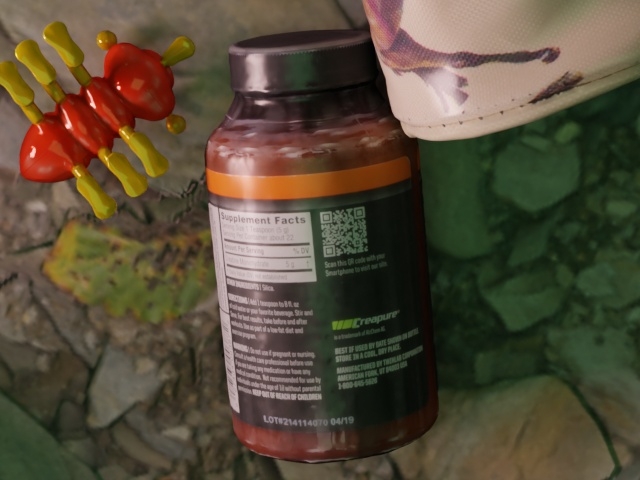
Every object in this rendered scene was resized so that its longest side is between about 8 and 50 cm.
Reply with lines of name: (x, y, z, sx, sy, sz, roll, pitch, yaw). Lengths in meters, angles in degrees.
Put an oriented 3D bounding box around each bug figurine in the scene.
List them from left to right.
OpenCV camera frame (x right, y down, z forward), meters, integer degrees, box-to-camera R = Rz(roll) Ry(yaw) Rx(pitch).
bug figurine: (-0.203, -0.110, 0.837, 0.216, 0.072, 0.279, -35, 93, -4)

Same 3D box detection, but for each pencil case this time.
pencil case: (0.067, -0.259, 0.743, 0.183, 0.160, 0.410, -17, 101, 0)

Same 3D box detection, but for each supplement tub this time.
supplement tub: (0.000, 0.000, 0.840, 0.106, 0.106, 0.198, -3, 102, 7)
